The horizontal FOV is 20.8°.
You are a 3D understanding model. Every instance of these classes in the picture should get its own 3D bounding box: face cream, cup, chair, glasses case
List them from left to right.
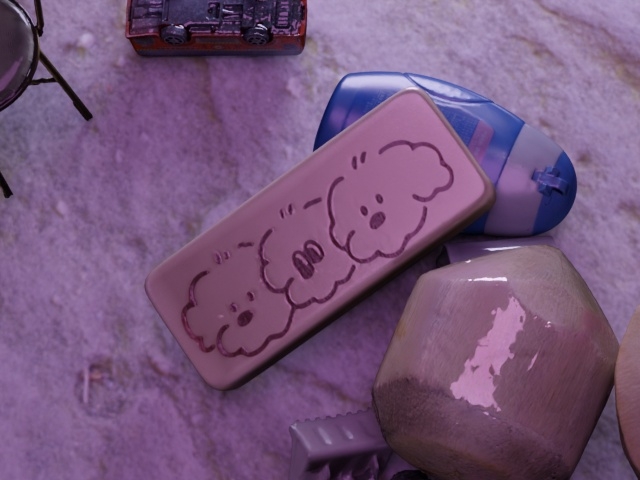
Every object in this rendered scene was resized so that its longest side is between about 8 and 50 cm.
[{"bbox_3d":[-0.339,-0.192,1.702,0.160,0.326,0.170,37,75,16],"label":"chair"},{"bbox_3d":[0.000,0.000,1.689,0.336,0.076,0.144,-37,80,5],"label":"glasses case"},{"bbox_3d":[0.131,-0.084,1.757,0.264,0.083,0.149,20,76,11],"label":"face cream"},{"bbox_3d":[0.177,0.048,1.718,0.116,0.074,0.104,-7,92,-4],"label":"cup"}]

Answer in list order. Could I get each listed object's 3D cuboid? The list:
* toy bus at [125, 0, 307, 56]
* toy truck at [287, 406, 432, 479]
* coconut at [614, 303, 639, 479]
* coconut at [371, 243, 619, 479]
[{"bbox_3d":[-0.107,-0.230,1.835,0.192,0.077,0.065,1,73,6],"label":"toy bus"},{"bbox_3d":[0.055,0.295,1.600,0.136,0.111,0.286,-6,55,-32],"label":"toy truck"},{"bbox_3d":[0.399,0.146,1.523,0.328,0.329,0.329,-1,69,3],"label":"coconut"},{"bbox_3d":[0.167,0.113,1.594,0.224,0.224,0.234,21,64,11],"label":"coconut"}]
